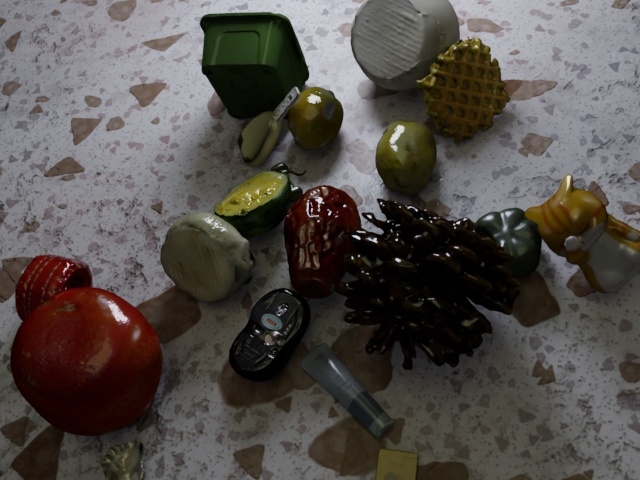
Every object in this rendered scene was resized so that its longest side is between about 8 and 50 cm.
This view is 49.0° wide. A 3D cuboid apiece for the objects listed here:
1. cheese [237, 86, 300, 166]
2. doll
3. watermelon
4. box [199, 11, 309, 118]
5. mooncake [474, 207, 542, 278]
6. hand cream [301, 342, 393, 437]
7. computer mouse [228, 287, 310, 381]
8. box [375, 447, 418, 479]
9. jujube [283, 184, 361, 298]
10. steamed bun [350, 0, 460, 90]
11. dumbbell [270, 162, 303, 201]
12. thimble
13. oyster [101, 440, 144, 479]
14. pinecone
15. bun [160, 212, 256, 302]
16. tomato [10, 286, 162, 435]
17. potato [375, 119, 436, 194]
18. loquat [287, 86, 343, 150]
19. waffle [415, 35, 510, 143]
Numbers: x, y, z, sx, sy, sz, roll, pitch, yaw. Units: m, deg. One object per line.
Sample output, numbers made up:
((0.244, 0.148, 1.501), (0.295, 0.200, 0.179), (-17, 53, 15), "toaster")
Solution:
((-0.134, -0.318, 1.906), (0.251, 0.054, 0.127), (-44, 53, 32), "cheese")
((0.608, -0.005, 1.567), (0.167, 0.269, 0.162), (-49, 13, 23), "doll")
((-0.157, -0.086, 1.808), (0.204, 0.127, 0.232), (6, 38, 47), "watermelon")
((-0.180, -0.469, 1.941), (0.252, 0.329, 0.178), (0, 73, 13), "box")
((0.440, 0.006, 1.664), (0.175, 0.104, 0.168), (37, 78, 30), "mooncake")
((0.058, 0.334, 1.581), (0.079, 0.048, 0.255), (-37, 58, -17), "hand cream")
((-0.115, 0.224, 1.649), (0.137, 0.096, 0.233), (30, 74, 30), "computer mouse")
((0.155, 0.518, 1.469), (0.086, 0.023, 0.155), (3, 61, 15), "box")
((0.000, 0.000, 1.693), (0.197, 0.197, 0.290), (2, 54, 12), "jujube")
((0.252, -0.562, 1.943), (0.309, 0.309, 0.309), (-5, 60, 8), "steamed bun")
((-0.091, -0.157, 1.892), (0.052, 0.046, 0.118), (-25, 58, -10), "dumbbell")
((-0.670, 0.128, 1.771), (0.125, 0.163, 0.190), (6, 62, 13), "thimble")
((-0.430, 0.512, 1.571), (0.146, 0.045, 0.122), (20, 69, 29), "oyster")
((0.209, 0.092, 1.511), (0.397, 0.398, 0.398), (-5, 60, 8), "pinecone")
((-0.269, 0.035, 1.726), (0.239, 0.239, 0.141), (13, 37, 18), "bun")
((-0.527, 0.276, 1.595), (0.325, 0.293, 0.290), (19, 53, 10), "tomato")
((0.220, -0.217, 1.812), (0.154, 0.137, 0.200), (10, 61, 15), "potato")
((-0.016, -0.329, 1.916), (0.152, 0.152, 0.195), (19, 73, 20), "loquat")
((0.380, -0.393, 1.845), (0.245, 0.254, 0.052), (-38, 24, -9), "waffle")
